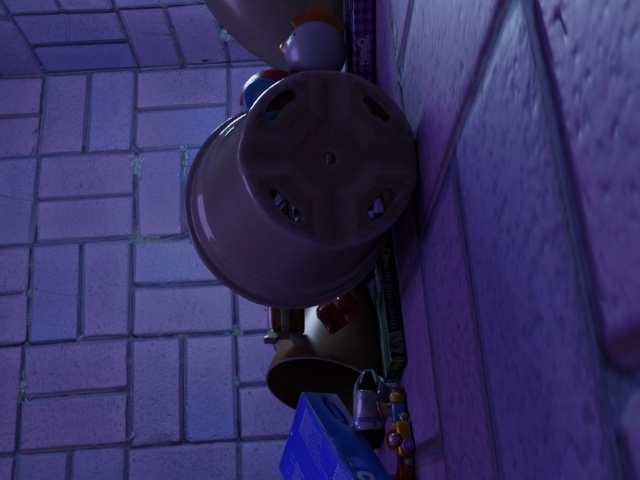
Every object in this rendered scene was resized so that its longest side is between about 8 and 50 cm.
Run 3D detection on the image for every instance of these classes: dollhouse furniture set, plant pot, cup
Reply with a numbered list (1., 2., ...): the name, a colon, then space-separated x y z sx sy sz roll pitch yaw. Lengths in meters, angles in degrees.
1. dollhouse furniture set: 0.000 0.000 1.345 0.152 0.201 0.374 -72 -17 -74
2. plant pot: 0.027 0.206 1.498 0.237 0.237 0.254 88 -169 -49
3. plant pot: -0.015 -0.080 0.991 0.305 0.334 0.333 145 122 -75
4. cup: -0.052 -0.494 1.531 0.237 0.331 0.331 62 175 8

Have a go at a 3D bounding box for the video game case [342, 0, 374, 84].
1. video game case: 0.070 -0.381 1.340 0.210 0.042 0.232 -96 3 -60

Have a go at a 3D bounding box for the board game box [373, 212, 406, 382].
1. board game box: 0.111 0.097 1.207 0.136 0.030 0.259 95 172 -65

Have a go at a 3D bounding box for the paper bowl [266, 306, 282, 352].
1. paper bowl: 0.009 0.173 1.728 0.284 0.148 0.284 12 -105 -54

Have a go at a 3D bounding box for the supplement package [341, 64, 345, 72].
1. supplement package: -0.005 -0.352 1.664 0.105 0.179 0.105 -96 3 -56

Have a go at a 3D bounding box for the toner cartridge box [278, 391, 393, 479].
1. toner cartridge box: 0.036 0.408 1.142 0.348 0.075 0.165 48 124 59

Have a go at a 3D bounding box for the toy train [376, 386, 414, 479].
1. toy train: 0.117 0.319 1.137 0.125 0.046 0.166 88 177 -46

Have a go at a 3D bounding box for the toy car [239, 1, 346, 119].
1. toy car: -0.035 -0.320 1.318 0.219 0.210 0.238 -116 33 -89

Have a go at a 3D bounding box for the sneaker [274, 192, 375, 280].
1. sneaker: 0.009 -0.019 1.210 0.081 0.208 0.094 -43 11 28

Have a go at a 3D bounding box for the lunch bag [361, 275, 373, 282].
1. lunch bag: 0.080 0.035 1.498 0.065 0.067 0.098 91 177 -68

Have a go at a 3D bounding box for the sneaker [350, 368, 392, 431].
1. sneaker: 0.092 0.257 1.240 0.190 0.071 0.083 -48 -45 -79

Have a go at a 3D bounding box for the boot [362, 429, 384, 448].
1. boot: 0.082 0.374 1.649 0.246 0.094 0.207 104 160 -63
